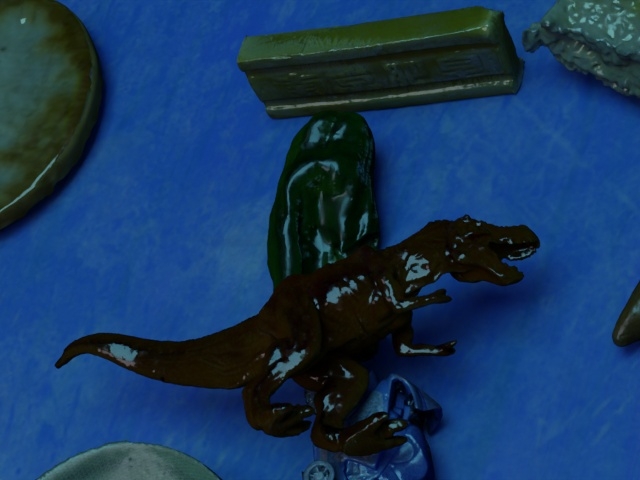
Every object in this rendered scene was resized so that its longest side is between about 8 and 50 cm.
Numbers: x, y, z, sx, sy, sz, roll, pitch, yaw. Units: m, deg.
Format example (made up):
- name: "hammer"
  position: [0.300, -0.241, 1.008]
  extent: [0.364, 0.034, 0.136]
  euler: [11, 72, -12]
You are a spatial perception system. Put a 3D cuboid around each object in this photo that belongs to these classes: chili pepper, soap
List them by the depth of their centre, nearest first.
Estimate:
- name: "chili pepper"
  position: [0.002, 0.000, 1.582]
  extent: [0.099, 0.083, 0.253]
  euler: [-6, 61, 11]
- name: "soap"
  position: [0.055, -0.161, 1.648]
  extent: [0.252, 0.092, 0.037]
  euler: [-4, 57, 23]

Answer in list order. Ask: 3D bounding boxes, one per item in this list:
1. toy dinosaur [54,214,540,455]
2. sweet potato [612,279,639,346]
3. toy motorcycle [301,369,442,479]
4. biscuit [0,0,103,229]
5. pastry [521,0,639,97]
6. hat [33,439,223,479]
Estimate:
- name: "toy dinosaur"
  position: [-0.026, 0.091, 1.446]
  extent: [0.432, 0.097, 0.208]
  euler: [-16, 41, 8]
- name: "sweet potato"
  position: [0.309, 0.013, 1.445]
  extent: [0.202, 0.058, 0.055]
  euler: [-36, 31, 1]
- name: "toy motorcycle"
  position: [0.048, 0.181, 1.454]
  extent: [0.114, 0.076, 0.205]
  euler: [-13, 56, 9]
- name: "biscuit"
  position: [-0.313, -0.128, 1.828]
  extent: [0.204, 0.040, 0.309]
  euler: [-6, 58, 22]
- name: "pastry"
  position: [0.310, -0.166, 1.536]
  extent: [0.258, 0.089, 0.121]
  euler: [24, 69, 33]
- name: "hat"
  position: [-0.144, 0.293, 1.444]
  extent: [0.252, 0.110, 0.252]
  euler: [-8, 66, 17]
